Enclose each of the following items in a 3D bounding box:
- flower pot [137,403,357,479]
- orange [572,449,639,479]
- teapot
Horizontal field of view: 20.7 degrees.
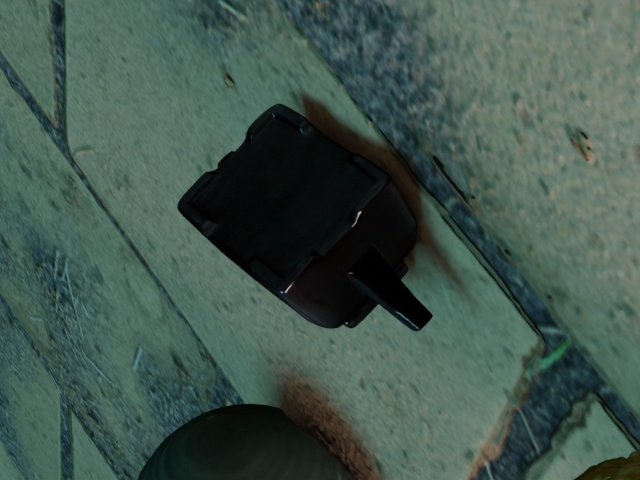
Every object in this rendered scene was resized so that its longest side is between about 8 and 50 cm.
[{"bbox_3d":[-0.044,0.228,1.242,0.189,0.157,0.243,38,147,48],"label":"flower pot"},{"bbox_3d":[0.157,0.163,0.760,0.156,0.134,0.157,-12,73,42],"label":"orange"},{"bbox_3d":[0.000,0.000,0.971,0.177,0.087,0.096,36,170,48],"label":"teapot"}]
